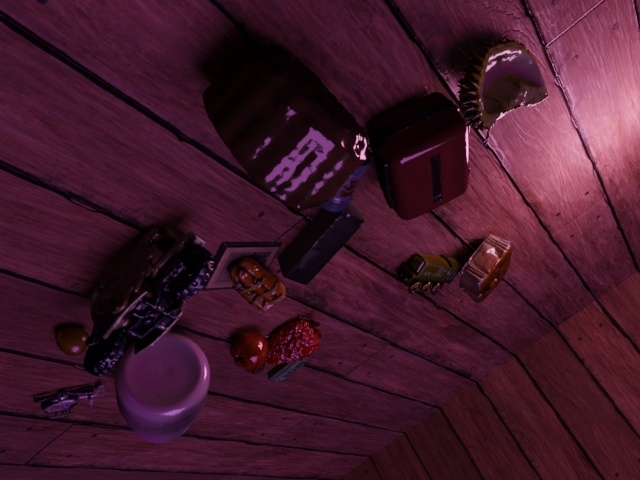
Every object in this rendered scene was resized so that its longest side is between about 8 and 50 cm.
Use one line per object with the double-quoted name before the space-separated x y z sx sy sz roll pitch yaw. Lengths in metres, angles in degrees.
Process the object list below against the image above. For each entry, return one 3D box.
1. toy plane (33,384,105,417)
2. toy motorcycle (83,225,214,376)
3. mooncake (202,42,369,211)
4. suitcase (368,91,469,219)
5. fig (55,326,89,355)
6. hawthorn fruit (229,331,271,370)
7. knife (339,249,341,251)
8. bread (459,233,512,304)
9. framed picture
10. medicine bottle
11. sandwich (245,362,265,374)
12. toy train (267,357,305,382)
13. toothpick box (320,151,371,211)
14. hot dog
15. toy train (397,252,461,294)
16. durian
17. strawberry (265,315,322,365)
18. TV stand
"toy plane" -0.726 0.464 1.915 0.197 0.053 0.078 -6 131 -26
"toy motorcycle" -0.413 0.133 1.552 0.410 0.237 0.169 -40 131 12
"mooncake" -0.057 -0.224 1.268 0.187 0.324 0.324 -44 144 17
"suitcase" 0.254 -0.208 1.674 0.236 0.161 0.297 -26 148 -4
"fig" -0.640 0.255 1.687 0.074 0.074 0.088 -40 130 15
"hawthorn fruit" -0.224 0.341 2.085 0.125 0.140 0.125 11 150 6
"knife" 0.030 -0.002 1.901 0.078 0.022 0.166 -26 148 -15
"bread" 0.583 0.101 2.310 0.210 0.110 0.192 -48 151 -17
"framed picture" -0.219 0.075 1.822 0.195 0.010 0.199 -1 137 -37
"medicine bottle" -0.454 0.435 1.897 0.256 0.256 0.324 -15 152 -22
"sandwich" -0.224 0.437 2.281 0.069 0.026 0.101 -11 143 -28
"toy train" -0.122 0.463 2.384 0.148 0.038 0.071 -41 142 17
"toothpick box" 0.050 -0.158 1.636 0.101 0.101 0.153 -4 139 -34
"hot dog" -0.177 0.128 1.851 0.109 0.072 0.269 -35 149 4
"toy train" 0.366 0.110 2.250 0.226 0.090 0.137 8 124 -43
"durian" 0.430 -0.369 1.562 0.355 0.169 0.157 -35 158 -39
"strawberry" -0.102 0.347 2.189 0.228 0.098 0.174 -23 145 -12
"TV stand" 0.000 0.000 1.813 0.088 0.082 0.269 23 120 -34
